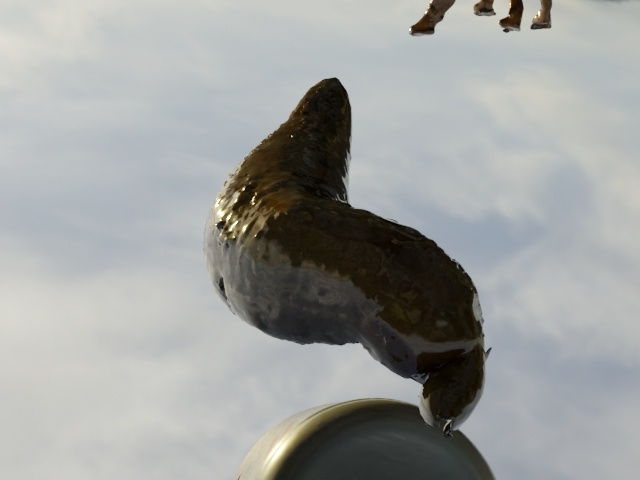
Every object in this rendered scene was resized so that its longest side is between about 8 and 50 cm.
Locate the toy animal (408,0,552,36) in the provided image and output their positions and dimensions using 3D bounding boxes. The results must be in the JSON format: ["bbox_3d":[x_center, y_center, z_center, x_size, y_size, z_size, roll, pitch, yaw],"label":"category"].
[{"bbox_3d":[0.158,-0.244,1.136,0.114,0.116,0.255,-3,-176,-17],"label":"toy animal"}]

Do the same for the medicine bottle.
[{"bbox_3d":[0.026,0.281,1.280,0.245,0.245,0.306,11,168,-11],"label":"medicine bottle"}]

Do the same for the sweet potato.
[{"bbox_3d":[-0.003,0.002,0.734,0.124,0.098,0.310,-12,-148,-11],"label":"sweet potato"}]
